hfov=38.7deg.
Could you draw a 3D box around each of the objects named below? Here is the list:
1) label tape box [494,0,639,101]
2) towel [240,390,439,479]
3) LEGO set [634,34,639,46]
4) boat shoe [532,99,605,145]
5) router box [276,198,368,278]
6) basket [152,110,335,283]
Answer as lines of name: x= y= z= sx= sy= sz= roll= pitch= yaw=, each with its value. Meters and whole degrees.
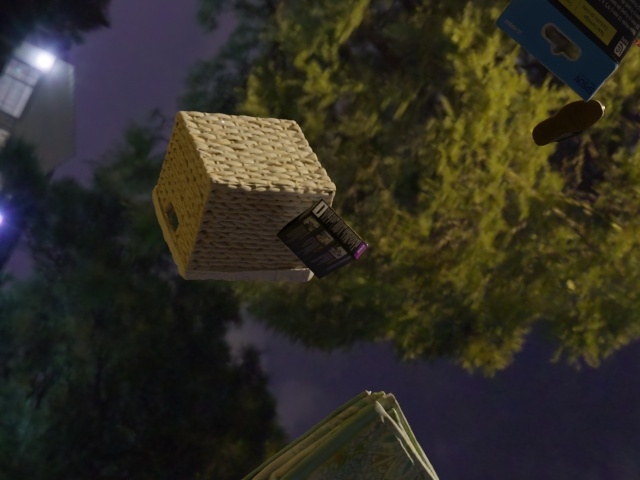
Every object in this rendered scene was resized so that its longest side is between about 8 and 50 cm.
label tape box: x=0.402 y=-0.419 z=1.348 sx=0.347 sy=0.249 sz=0.115 roll=-56 pitch=-144 yaw=9
towel: x=0.033 y=0.475 z=1.580 sx=0.375 sy=0.320 sz=0.090 roll=-35 pitch=-155 yaw=-10
LEGO set: x=0.639 y=-0.360 z=1.602 sx=0.107 sy=0.287 sz=0.132 roll=95 pitch=-16 yaw=-57
boat shoe: x=0.449 y=-0.214 z=1.633 sx=0.152 sy=0.049 sz=0.056 roll=-21 pitch=-95 yaw=50
router box: x=0.000 y=0.000 z=1.842 sx=0.046 sy=0.133 sz=0.179 roll=-47 pitch=-172 yaw=-28
basket: x=-0.176 y=-0.102 z=2.090 sx=0.328 sy=0.332 sz=0.266 roll=61 pitch=-41 yaw=45
